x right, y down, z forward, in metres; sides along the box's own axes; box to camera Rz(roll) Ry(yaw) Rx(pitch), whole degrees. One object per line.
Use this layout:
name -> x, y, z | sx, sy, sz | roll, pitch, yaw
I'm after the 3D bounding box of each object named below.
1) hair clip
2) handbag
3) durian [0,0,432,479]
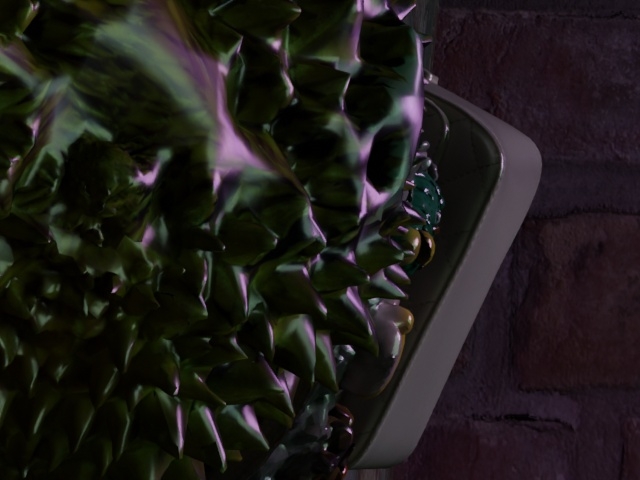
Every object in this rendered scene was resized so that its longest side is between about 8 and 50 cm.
hair clip -> -0.011, 0.091, 1.035 | 0.321, 0.091, 0.138 | -57, -177, 16
handbag -> 0.000, 0.000, 1.143 | 0.079, 0.219, 0.256 | 7, 109, -58
durian -> -0.081, -0.042, 0.544 | 0.291, 0.225, 0.291 | 6, 90, -77
